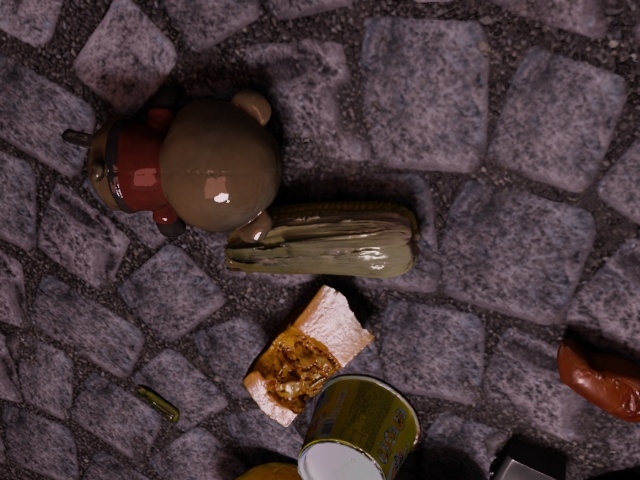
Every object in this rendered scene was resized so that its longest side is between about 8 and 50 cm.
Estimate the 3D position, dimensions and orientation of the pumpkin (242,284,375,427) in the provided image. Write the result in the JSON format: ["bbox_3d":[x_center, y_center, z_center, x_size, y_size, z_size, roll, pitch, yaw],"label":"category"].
[{"bbox_3d":[-0.016,0.179,1.392,0.131,0.126,0.248,45,107,1],"label":"pumpkin"}]

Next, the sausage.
[{"bbox_3d":[0.427,0.211,1.239,0.179,0.089,0.089,29,126,1],"label":"sausage"}]

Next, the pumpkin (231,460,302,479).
[{"bbox_3d":[-0.065,0.535,1.623,0.312,0.148,0.169,21,143,2],"label":"pumpkin"}]

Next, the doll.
[{"bbox_3d":[-0.216,-0.115,1.251,0.329,0.174,0.235,2,97,19],"label":"doll"}]

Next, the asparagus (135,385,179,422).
[{"bbox_3d":[-0.324,0.324,1.657,0.108,0.025,0.021,39,136,-3],"label":"asparagus"}]

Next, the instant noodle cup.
[{"bbox_3d":[0.058,0.353,1.439,0.204,0.153,0.205,10,121,16],"label":"instant noodle cup"}]

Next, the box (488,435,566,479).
[{"bbox_3d":[0.348,0.385,1.384,0.122,0.084,0.069,23,116,8],"label":"box"}]

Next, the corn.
[{"bbox_3d":[0.000,0.005,1.266,0.305,0.123,0.122,-2,121,25],"label":"corn"}]

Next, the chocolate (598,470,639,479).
[{"bbox_3d":[0.539,0.530,1.378,0.343,0.126,0.148,58,162,-19],"label":"chocolate"}]
